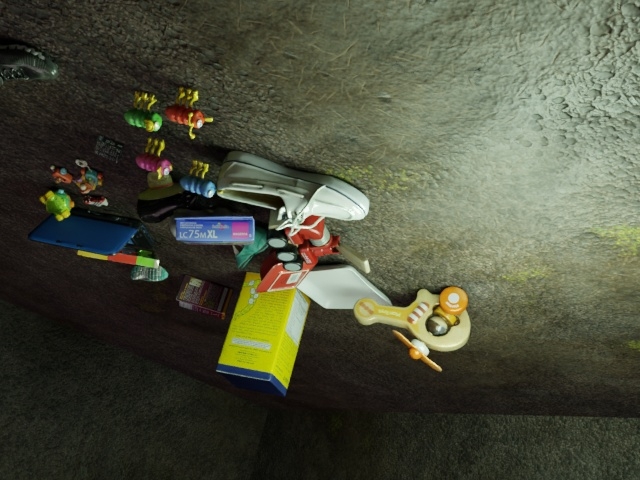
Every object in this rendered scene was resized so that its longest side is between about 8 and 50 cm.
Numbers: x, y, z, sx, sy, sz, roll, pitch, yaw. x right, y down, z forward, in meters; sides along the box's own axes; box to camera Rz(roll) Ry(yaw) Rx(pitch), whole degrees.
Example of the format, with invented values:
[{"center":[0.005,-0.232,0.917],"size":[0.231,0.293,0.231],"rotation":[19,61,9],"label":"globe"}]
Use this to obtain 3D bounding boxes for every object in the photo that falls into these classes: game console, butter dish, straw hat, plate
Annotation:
[{"center":[-0.716,0.002,2.049],"size":[0.293,0.173,0.250],"rotation":[12,154,8],"label":"game console"},{"center":[-0.117,0.072,1.937],"size":[0.160,0.118,0.160],"rotation":[-4,147,-35],"label":"butter dish"},{"center":[-0.417,-0.155,1.680],"size":[0.144,0.144,0.061],"rotation":[1,111,28],"label":"straw hat"},{"center":[0.055,0.143,2.062],"size":[0.278,0.045,0.277],"rotation":[-5,147,37],"label":"plate"}]

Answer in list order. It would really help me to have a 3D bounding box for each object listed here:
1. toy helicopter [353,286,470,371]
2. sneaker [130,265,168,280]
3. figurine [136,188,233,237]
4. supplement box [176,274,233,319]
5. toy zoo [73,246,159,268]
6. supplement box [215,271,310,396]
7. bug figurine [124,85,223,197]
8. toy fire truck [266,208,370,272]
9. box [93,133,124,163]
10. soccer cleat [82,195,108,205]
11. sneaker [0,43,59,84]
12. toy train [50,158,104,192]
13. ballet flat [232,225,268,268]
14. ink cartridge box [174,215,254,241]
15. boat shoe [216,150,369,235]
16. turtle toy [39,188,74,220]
[{"center":[0.268,0.252,1.945],"size":[0.355,0.235,0.140],"rotation":[8,154,15],"label":"toy helicopter"},{"center":[-0.619,0.123,2.396],"size":[0.166,0.065,0.076],"rotation":[3,169,30],"label":"sneaker"},{"center":[-0.352,-0.076,1.774],"size":[0.209,0.092,0.215],"rotation":[-6,158,29],"label":"figurine"},{"center":[-0.429,0.210,2.400],"size":[0.188,0.104,0.081],"rotation":[18,155,-4],"label":"supplement box"},{"center":[-0.681,0.038,2.115],"size":[0.293,0.030,0.192],"rotation":[11,-176,-19],"label":"toy zoo"},{"center":[-0.185,0.312,2.176],"size":[0.195,0.356,0.194],"rotation":[7,153,18],"label":"supplement box"},{"center":[-0.325,-0.206,1.428],"size":[0.216,0.072,0.279],"rotation":[15,137,17],"label":"bug figurine"},{"center":[0.000,0.000,1.702],"size":[0.246,0.158,0.217],"rotation":[-5,150,13],"label":"toy fire truck"},{"center":[-0.539,-0.231,1.648],"size":[0.067,0.018,0.083],"rotation":[22,154,-14],"label":"box"},{"center":[-0.679,-0.117,1.953],"size":[0.083,0.029,0.035],"rotation":[0,147,20],"label":"soccer cleat"},{"center":[-0.670,-0.361,1.351],"size":[0.234,0.106,0.078],"rotation":[16,156,-3],"label":"sneaker"},{"center":[-0.684,-0.173,1.818],"size":[0.166,0.046,0.125],"rotation":[-10,146,43],"label":"toy train"},{"center":[-0.214,0.012,1.922],"size":[0.087,0.083,0.247],"rotation":[44,150,-4],"label":"ballet flat"},{"center":[-0.257,-0.022,1.619],"size":[0.186,0.065,0.311],"rotation":[0,175,-6],"label":"ink cartridge box"},{"center":[-0.071,-0.084,1.530],"size":[0.367,0.156,0.136],"rotation":[19,155,-6],"label":"boat shoe"},{"center":[-0.802,-0.114,1.979],"size":[0.130,0.066,0.095],"rotation":[-14,117,48],"label":"turtle toy"}]
